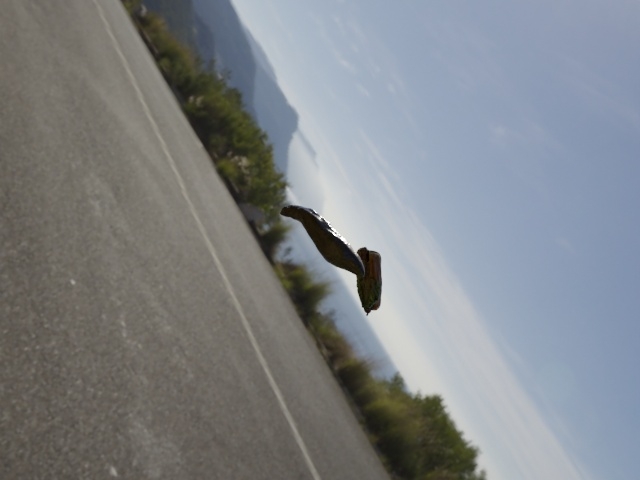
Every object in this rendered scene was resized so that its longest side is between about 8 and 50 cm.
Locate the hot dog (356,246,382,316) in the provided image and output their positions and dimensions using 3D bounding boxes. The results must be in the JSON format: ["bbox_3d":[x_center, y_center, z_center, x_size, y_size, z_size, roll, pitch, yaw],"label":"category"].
[{"bbox_3d":[0.083,0.072,1.315,0.056,0.041,0.133,14,-61,39],"label":"hot dog"}]

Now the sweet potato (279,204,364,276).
[{"bbox_3d":[0.002,-0.006,0.961,0.153,0.041,0.038,41,35,25],"label":"sweet potato"}]
